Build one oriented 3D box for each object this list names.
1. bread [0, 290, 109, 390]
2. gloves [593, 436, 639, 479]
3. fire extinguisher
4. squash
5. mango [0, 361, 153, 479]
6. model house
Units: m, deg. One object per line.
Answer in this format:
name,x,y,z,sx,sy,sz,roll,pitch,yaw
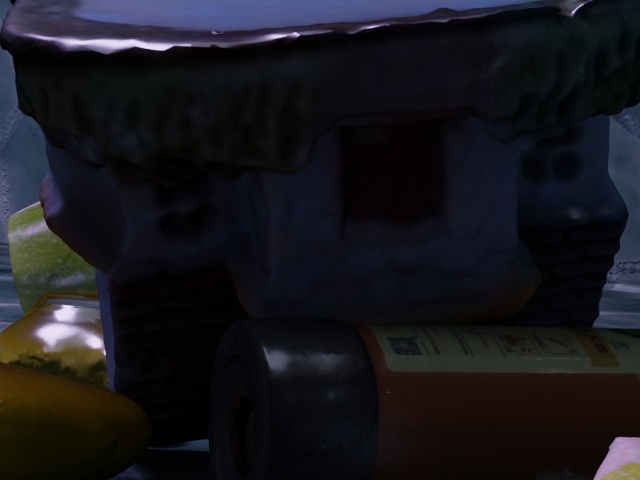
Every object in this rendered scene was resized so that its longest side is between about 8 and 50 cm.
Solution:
bread,-0.154,0.082,1.260,0.160,0.088,0.233,9,6,8
gloves,0.168,0.122,0.642,0.145,0.126,0.241,-22,-7,28
fire extinguisher,0.123,0.100,0.981,0.376,0.113,0.200,3,3,-17
squash,-0.230,0.023,1.707,0.122,0.170,0.170,-12,3,1
mango,-0.171,0.102,0.956,0.161,0.076,0.103,8,-1,-25
model house,0.000,0.000,1.069,0.360,0.339,0.297,-7,22,-12
